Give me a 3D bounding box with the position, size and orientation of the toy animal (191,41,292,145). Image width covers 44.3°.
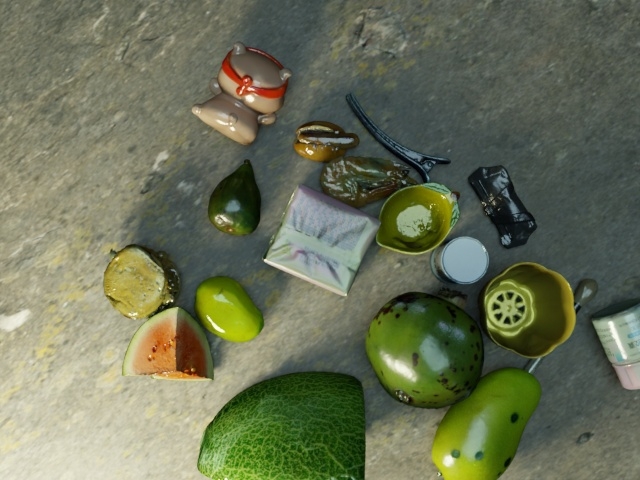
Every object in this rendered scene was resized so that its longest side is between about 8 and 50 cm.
[{"bbox_3d":[-0.163,-0.316,1.687,0.171,0.171,0.197,33,94,1],"label":"toy animal"}]

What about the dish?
[{"bbox_3d":[0.210,-0.045,1.714,0.208,0.080,0.148,-28,84,-2],"label":"dish"}]

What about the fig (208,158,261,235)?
[{"bbox_3d":[-0.177,-0.102,1.700,0.117,0.117,0.177,14,76,-1],"label":"fig"}]

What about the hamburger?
[{"bbox_3d":[-0.385,0.084,1.670,0.185,0.131,0.159,45,95,8],"label":"hamburger"}]

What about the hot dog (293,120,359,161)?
[{"bbox_3d":[0.012,-0.216,1.728,0.140,0.060,0.089,14,91,-4],"label":"hot dog"}]

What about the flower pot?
[{"bbox_3d":[0.416,0.146,1.657,0.195,0.179,0.195,0,85,-2],"label":"flower pot"}]

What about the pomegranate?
[{"bbox_3d":[0.223,0.213,1.627,0.254,0.254,0.270,25,75,0],"label":"pomegranate"}]

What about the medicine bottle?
[{"bbox_3d":[0.675,0.220,1.685,0.135,0.135,0.168,-22,88,-3],"label":"medicine bottle"}]

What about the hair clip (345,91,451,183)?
[{"bbox_3d":[0.156,-0.228,1.740,0.275,0.048,0.083,38,91,2],"label":"hair clip"}]

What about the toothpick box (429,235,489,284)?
[{"bbox_3d":[0.293,0.044,1.673,0.101,0.153,0.101,0,86,-2],"label":"toothpick box"}]

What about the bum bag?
[{"bbox_3d":[0.405,-0.079,1.739,0.087,0.049,0.197,-30,88,21],"label":"bum bag"}]

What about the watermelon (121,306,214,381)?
[{"bbox_3d":[-0.307,0.243,1.675,0.193,0.145,0.137,-49,59,9],"label":"watermelon"}]

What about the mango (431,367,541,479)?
[{"bbox_3d":[0.352,0.392,1.659,0.175,0.143,0.293,41,83,-15],"label":"mango"}]

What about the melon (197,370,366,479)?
[{"bbox_3d":[-0.083,0.422,1.623,0.344,0.226,0.331,1,47,-2],"label":"melon"}]

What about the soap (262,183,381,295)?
[{"bbox_3d":[0.000,0.000,1.675,0.200,0.138,0.182,24,88,0],"label":"soap"}]

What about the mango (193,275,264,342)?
[{"bbox_3d":[-0.202,0.152,1.685,0.117,0.089,0.163,-36,89,-3],"label":"mango"}]

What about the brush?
[{"bbox_3d":[0.515,0.206,1.733,0.042,0.039,0.299,37,90,4],"label":"brush"}]

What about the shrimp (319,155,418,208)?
[{"bbox_3d":[0.106,-0.127,1.726,0.217,0.051,0.115,2,109,-2],"label":"shrimp"}]
